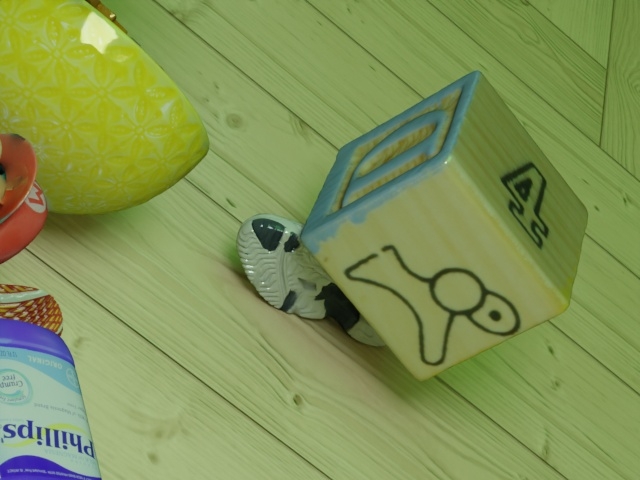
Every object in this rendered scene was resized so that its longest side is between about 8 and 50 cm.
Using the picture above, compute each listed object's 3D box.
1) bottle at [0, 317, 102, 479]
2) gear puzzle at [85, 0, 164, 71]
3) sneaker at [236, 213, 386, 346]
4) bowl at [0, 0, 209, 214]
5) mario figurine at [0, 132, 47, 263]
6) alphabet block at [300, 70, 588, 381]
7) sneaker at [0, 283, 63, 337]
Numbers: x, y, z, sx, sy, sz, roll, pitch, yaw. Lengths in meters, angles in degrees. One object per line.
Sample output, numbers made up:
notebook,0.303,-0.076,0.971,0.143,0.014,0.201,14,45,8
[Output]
bottle,-0.219,0.193,1.260,0.118,0.092,0.283,17,42,-40
gear puzzle,-0.213,-0.172,1.549,0.175,0.044,0.339,41,-11,-2
sneaker,0.000,0.000,1.742,0.235,0.094,0.153,24,36,-32
bowl,-0.257,-0.106,1.463,0.289,0.289,0.156,39,74,-11
mario figurine,-0.326,-0.086,1.243,0.320,0.198,0.170,29,-6,-38
alphabet block,0.126,-0.014,1.661,0.197,0.192,0.193,51,33,-18
sneaker,-0.297,0.052,1.371,0.175,0.067,0.064,26,54,-5
